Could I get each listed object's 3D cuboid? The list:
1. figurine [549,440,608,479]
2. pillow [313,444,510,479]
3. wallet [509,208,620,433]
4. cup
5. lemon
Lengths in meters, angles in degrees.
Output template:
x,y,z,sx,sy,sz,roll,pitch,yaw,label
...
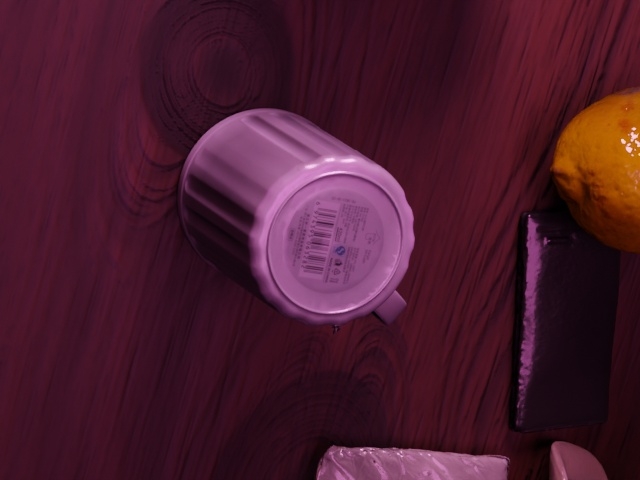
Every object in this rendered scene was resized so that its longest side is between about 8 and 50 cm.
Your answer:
x,y,z,sx,sy,sz,roll,pitch,yaw,label
0.347,0.330,1.321,0.185,0.332,0.204,51,60,-38,figurine
0.092,0.277,1.350,0.229,0.051,0.128,8,101,-26,pillow
0.264,0.086,1.391,0.124,0.025,0.244,-4,103,-22,wallet
0.002,-0.015,1.164,0.221,0.202,0.167,12,99,-23,cup
0.333,-0.071,1.310,0.207,0.170,0.170,-17,107,-17,lemon
